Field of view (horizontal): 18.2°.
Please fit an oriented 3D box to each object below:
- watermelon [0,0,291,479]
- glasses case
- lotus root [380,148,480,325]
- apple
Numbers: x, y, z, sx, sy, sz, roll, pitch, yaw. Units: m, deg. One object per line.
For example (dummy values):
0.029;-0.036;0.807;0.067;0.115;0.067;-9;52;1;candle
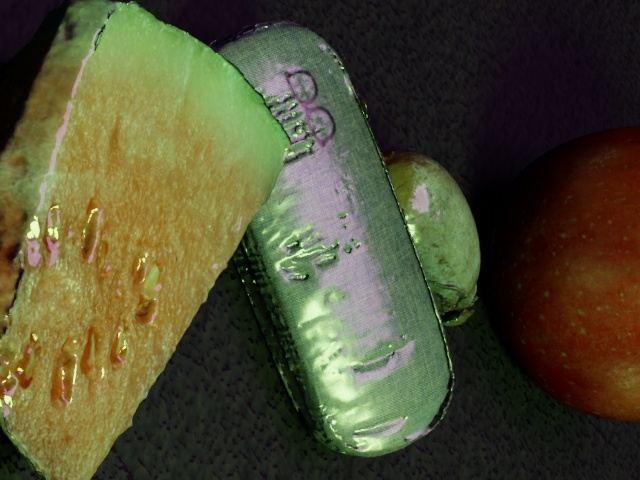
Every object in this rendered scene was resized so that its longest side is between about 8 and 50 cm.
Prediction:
-0.134;0.008;1.051;0.193;0.139;0.257;40;57;-44;watermelon
0.000;0.000;1.251;0.109;0.067;0.282;-24;97;-26;glasses case
0.067;0.002;1.349;0.165;0.088;0.088;55;39;-39;lotus root
0.236;0.024;1.468;0.218;0.201;0.218;31;46;-39;apple
